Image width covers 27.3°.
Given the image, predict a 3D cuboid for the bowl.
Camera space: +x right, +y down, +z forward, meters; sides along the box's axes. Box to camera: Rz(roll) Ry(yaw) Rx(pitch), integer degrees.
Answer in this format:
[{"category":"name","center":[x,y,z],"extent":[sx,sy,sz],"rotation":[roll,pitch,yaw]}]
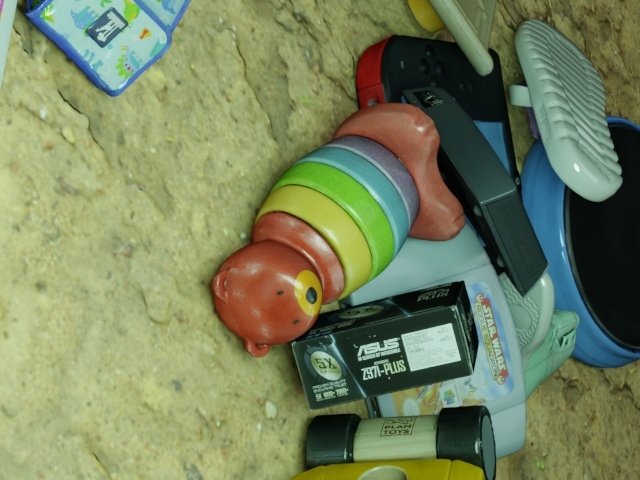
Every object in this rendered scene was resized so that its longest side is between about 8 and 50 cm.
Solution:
[{"category":"bowl","center":[0.444,-0.003,2.001],"extent":[0.391,0.077,0.391],"rotation":[9,77,-44]}]

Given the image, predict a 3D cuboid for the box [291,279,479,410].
[{"category":"box","center":[0.074,0.111,1.421],"extent":[0.147,0.180,0.078],"rotation":[-41,116,-77]}]

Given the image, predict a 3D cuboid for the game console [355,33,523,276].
[{"category":"game console","center":[0.181,-0.072,1.734],"extent":[0.342,0.060,0.387],"rotation":[-6,88,-52]}]

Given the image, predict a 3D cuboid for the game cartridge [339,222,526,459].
[{"category":"game cartridge","center":[0.139,0.133,1.563],"extent":[0.198,0.062,0.297],"rotation":[-17,97,-15]}]

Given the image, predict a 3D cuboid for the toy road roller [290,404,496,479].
[{"category":"toy road roller","center":[0.087,0.333,1.369],"extent":[0.329,0.202,0.241],"rotation":[-61,142,-63]}]

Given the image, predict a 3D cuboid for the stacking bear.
[{"category":"stacking bear","center":[0.000,0.000,1.412],"extent":[0.289,0.164,0.175],"rotation":[-45,127,-35]}]

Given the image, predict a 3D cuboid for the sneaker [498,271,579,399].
[{"category":"sneaker","center":[0.277,0.098,1.698],"extent":[0.151,0.094,0.256],"rotation":[-35,148,-33]}]

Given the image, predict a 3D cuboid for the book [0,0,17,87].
[{"category":"book","center":[-0.315,-0.199,1.162],"extent":[0.096,0.035,0.144],"rotation":[29,58,-49]}]

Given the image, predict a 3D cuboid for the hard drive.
[{"category":"hard drive","center":[0.179,-0.066,1.513],"extent":[0.172,0.054,0.255],"rotation":[60,2,-38]}]

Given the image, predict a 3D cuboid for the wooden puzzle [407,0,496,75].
[{"category":"wooden puzzle","center":[0.130,-0.418,1.714],"extent":[0.322,0.080,0.348],"rotation":[50,33,-33]}]

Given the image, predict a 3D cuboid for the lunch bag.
[{"category":"lunch bag","center":[-0.203,-0.234,1.265],"extent":[0.129,0.096,0.151],"rotation":[45,64,-39]}]

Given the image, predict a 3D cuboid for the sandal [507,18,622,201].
[{"category":"sandal","center":[0.326,-0.188,1.881],"extent":[0.169,0.102,0.416],"rotation":[36,30,-20]}]
